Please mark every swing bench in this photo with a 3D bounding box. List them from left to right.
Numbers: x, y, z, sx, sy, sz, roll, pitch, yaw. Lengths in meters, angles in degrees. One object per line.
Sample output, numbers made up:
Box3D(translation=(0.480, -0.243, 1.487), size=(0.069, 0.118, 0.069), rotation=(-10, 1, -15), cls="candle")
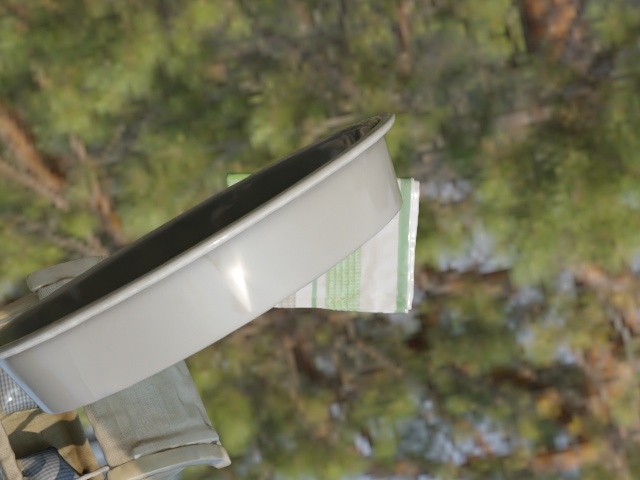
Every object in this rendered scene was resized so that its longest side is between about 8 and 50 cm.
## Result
Box3D(translation=(-0.272, 0.180, 1.936), size=(0.255, 0.253, 0.165), rotation=(-32, 160, 17), cls="swing bench")

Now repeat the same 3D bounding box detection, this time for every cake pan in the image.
Box3D(translation=(-0.071, 0.016, 1.084), size=(0.293, 0.054, 0.293), rotation=(-30, -173, 4), cls="cake pan")

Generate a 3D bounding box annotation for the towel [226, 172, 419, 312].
Box3D(translation=(0.000, 0.000, 1.415), size=(0.152, 0.113, 0.023), rotation=(3, -165, 0), cls="towel")
